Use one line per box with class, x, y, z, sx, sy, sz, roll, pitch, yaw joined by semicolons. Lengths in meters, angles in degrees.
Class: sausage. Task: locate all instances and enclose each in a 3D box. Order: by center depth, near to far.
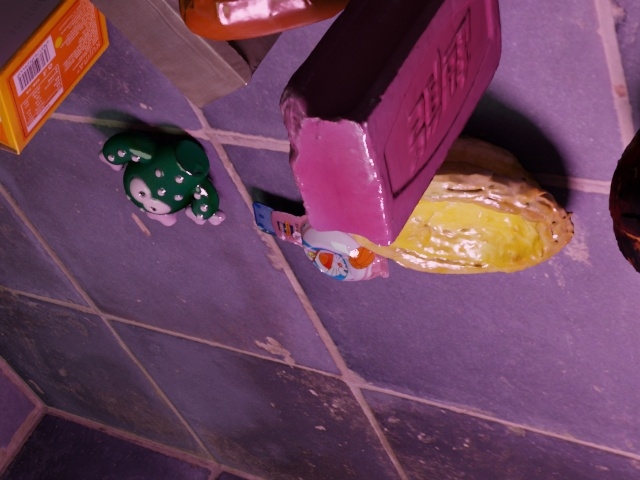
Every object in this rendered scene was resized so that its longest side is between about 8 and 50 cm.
sausage;-0.069;-0.341;1.508;0.258;0.133;0.133;-12;138;9

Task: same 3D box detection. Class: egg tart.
egg tart;0.213;-0.054;1.694;0.345;0.133;0.345;8;155;4

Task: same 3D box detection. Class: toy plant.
toy plant;-0.303;-0.115;2.148;0.243;0.113;0.233;2;135;32

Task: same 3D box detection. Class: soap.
soap;0.095;-0.200;1.384;0.128;0.360;0.233;17;147;26

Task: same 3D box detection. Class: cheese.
cheese;0.000;0.000;2.080;0.285;0.074;0.189;22;148;18

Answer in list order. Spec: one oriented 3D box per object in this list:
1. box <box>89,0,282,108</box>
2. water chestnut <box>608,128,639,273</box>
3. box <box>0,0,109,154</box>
box;-0.188;-0.341;1.651;0.231;0.149;0.155;43;149;-21
water chestnut;0.501;-0.041;1.386;0.289;0.244;0.289;53;169;15
box;-0.534;-0.339;1.841;0.259;0.284;0.214;24;149;13
